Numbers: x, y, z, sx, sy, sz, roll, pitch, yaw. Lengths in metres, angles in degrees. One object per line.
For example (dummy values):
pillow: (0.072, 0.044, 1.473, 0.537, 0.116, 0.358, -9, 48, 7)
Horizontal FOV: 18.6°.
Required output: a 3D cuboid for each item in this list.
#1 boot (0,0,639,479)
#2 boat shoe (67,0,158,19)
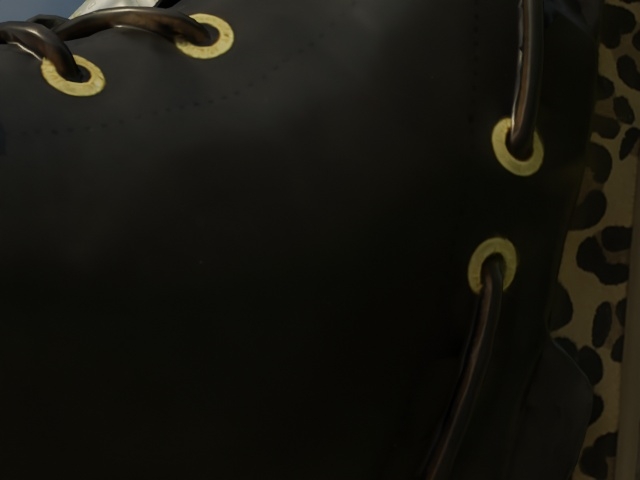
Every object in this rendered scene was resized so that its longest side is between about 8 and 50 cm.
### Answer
boot: (-0.042, -0.049, 0.511, 0.284, 0.377, 0.138, 1, -5, -29)
boat shoe: (0.000, 0.001, 0.736, 0.103, 0.118, 0.320, -36, -36, 7)
